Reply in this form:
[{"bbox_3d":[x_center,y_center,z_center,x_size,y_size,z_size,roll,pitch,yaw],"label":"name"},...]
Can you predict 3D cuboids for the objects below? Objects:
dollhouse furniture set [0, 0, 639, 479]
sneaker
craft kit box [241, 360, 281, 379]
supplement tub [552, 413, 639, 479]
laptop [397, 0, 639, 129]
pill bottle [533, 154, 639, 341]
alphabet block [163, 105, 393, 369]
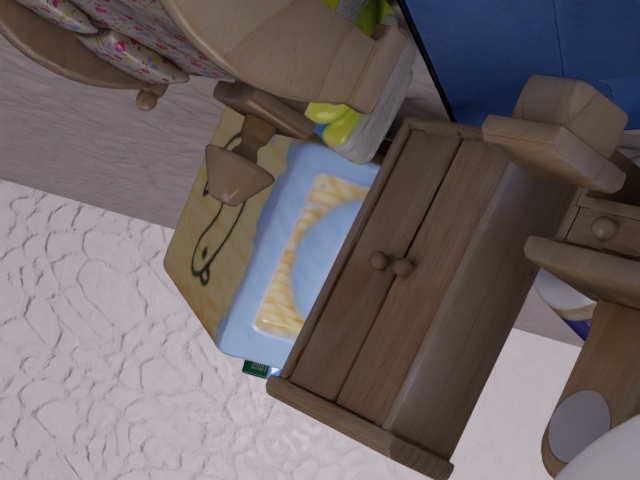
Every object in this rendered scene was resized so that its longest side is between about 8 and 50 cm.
[{"bbox_3d":[-0.048,-0.036,0.586,0.355,0.174,0.303,30,172,-35],"label":"dollhouse furniture set"},{"bbox_3d":[-0.013,-0.128,0.851,0.126,0.091,0.240,26,168,13],"label":"sneaker"},{"bbox_3d":[0.060,0.049,1.383,0.247,0.250,0.061,20,172,-32],"label":"craft kit box"},{"bbox_3d":[0.237,0.162,0.539,0.235,0.235,0.325,9,180,39],"label":"supplement tub"},{"bbox_3d":[0.248,-0.004,0.540,0.408,0.236,0.382,55,-175,15],"label":"laptop"},{"bbox_3d":[0.305,0.068,1.044,0.265,0.153,0.153,43,164,-17],"label":"pill bottle"},{"bbox_3d":[0.000,0.000,1.149,0.193,0.192,0.197,20,-170,-25],"label":"alphabet block"}]
